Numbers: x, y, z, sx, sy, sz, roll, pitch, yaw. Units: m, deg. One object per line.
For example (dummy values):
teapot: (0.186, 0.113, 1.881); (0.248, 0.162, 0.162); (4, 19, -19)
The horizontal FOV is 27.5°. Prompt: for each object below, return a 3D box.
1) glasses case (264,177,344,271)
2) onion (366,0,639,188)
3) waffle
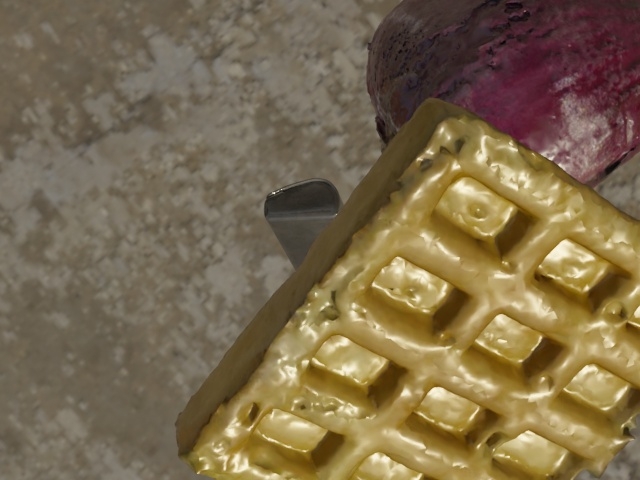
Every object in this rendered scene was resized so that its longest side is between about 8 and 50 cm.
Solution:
glasses case: (0.000, 0.001, 1.265); (0.072, 0.042, 0.190); (-11, 155, 7)
onion: (0.194, -0.170, 1.085); (0.348, 0.267, 0.159); (-29, 126, 0)
waffle: (0.076, 0.066, 0.706); (0.221, 0.055, 0.248); (29, 111, -25)
